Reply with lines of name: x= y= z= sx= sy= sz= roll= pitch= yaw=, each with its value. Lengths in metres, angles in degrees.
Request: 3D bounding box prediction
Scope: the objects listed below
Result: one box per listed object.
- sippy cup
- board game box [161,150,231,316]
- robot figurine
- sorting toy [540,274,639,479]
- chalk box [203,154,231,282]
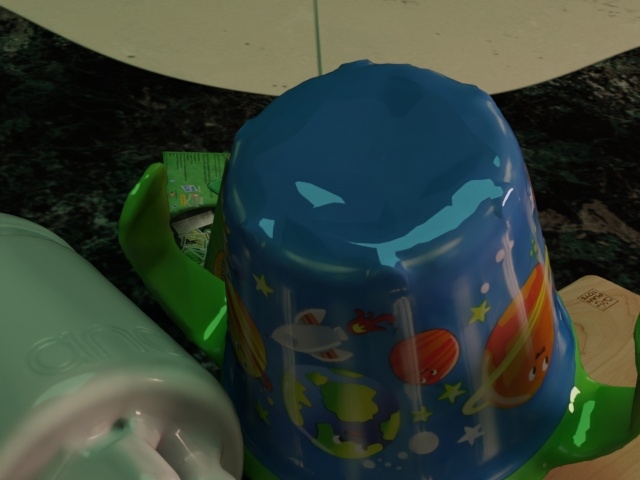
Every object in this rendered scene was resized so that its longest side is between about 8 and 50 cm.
sippy cup: x=0.039 y=0.024 z=0.916 sx=0.305 sy=0.224 sz=0.240 roll=-14 pitch=49 yaw=-2
board game box: x=-0.071 y=-0.009 z=1.350 sx=0.136 sy=0.030 sz=0.260 roll=0 pitch=29 yaw=-6
robot figurine: x=-0.184 y=0.109 z=0.937 sx=0.353 sy=0.200 sz=0.300 roll=36 pitch=0 yaw=42
sorting toy: x=0.213 y=0.151 z=1.049 sx=0.255 sy=0.089 sz=0.257 roll=28 pitch=35 yaw=34
chalk box: x=0.000 y=0.000 z=1.188 sx=0.132 sy=0.132 sz=0.213 roll=-22 pitch=53 yaw=-35
